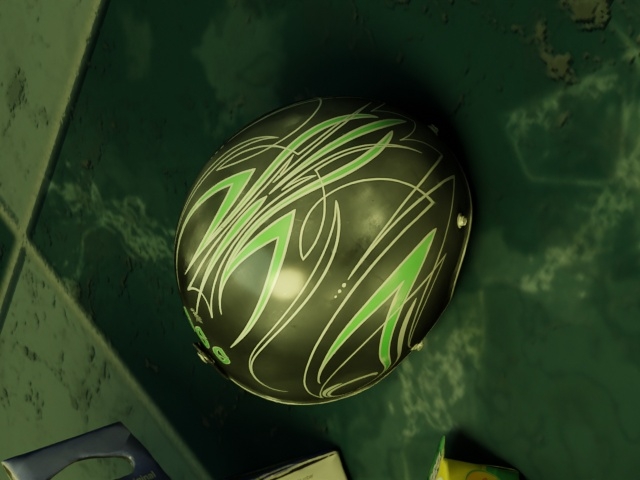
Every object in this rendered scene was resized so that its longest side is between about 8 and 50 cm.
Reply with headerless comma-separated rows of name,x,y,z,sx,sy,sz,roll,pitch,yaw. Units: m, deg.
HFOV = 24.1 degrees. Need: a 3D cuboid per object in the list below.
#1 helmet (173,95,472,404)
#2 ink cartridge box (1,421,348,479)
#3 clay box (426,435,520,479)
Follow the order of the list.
helmet,0.000,0.000,0.855,0.169,0.169,0.161,48,149,27
ink cartridge box,-0.074,0.304,0.935,0.151,0.270,0.396,-24,84,45
clay box,0.082,0.223,0.838,0.222,0.053,0.127,-90,13,-59
